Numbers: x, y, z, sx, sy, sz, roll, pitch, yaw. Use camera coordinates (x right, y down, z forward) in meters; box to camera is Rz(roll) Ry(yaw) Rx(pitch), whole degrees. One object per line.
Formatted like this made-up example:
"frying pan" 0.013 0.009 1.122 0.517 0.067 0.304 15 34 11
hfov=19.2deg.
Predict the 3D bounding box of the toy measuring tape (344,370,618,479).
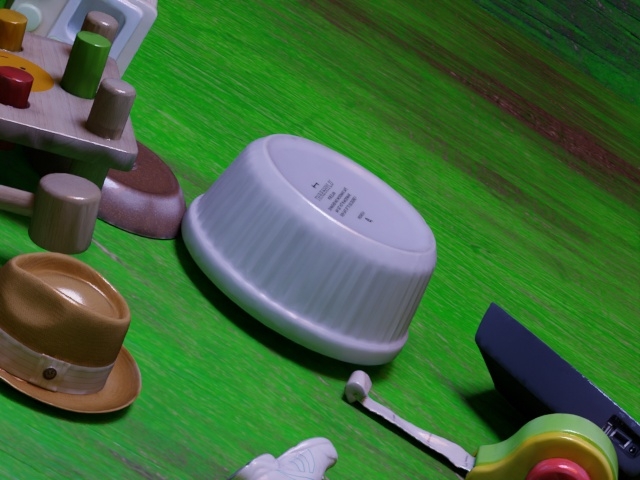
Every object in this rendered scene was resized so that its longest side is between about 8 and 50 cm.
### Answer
"toy measuring tape" 0.188 0.197 1.878 0.330 0.121 0.121 33 19 -1

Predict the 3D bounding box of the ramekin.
"ramekin" 0.000 0.000 1.978 0.273 0.127 0.273 30 20 -12

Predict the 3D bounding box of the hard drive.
"hard drive" 0.270 0.186 2.018 0.255 0.054 0.172 41 -10 30

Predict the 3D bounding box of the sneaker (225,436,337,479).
"sneaker" -0.025 0.210 1.617 0.061 0.054 0.152 55 27 12

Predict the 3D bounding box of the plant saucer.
"plant saucer" -0.219 -0.075 1.997 0.199 0.036 0.198 29 21 -12

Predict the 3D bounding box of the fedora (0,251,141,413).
"fedora" -0.224 0.064 1.592 0.194 0.079 0.194 29 20 -12

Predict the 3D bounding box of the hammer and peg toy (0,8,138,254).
"hammer and peg toy" -0.307 -0.137 1.801 0.266 0.127 0.361 15 23 -18

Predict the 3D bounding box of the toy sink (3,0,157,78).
"toy sink" -0.282 -0.265 2.203 0.153 0.131 0.234 29 20 -14
